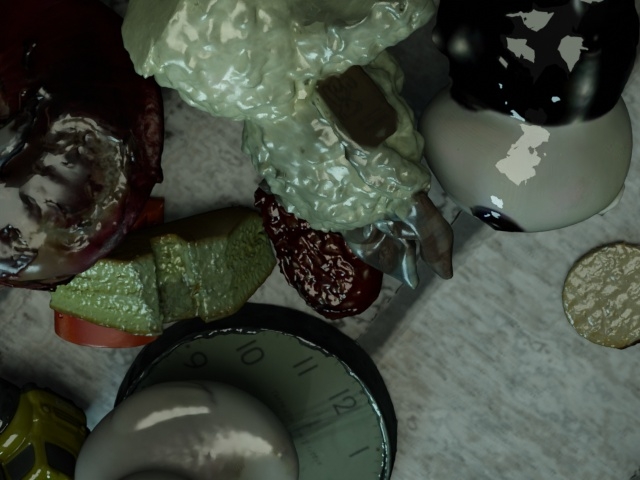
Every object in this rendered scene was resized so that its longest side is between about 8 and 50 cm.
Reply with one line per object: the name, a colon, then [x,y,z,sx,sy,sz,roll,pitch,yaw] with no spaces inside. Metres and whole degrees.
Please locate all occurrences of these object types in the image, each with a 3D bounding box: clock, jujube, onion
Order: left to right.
onion: [-0.277,-0.096,1.704,0.314,0.232,0.314,-7,76,29]
clock: [-0.219,0.033,1.846,0.113,0.061,0.155,2,113,-1]
clock: [-0.072,0.219,1.909,0.312,0.061,0.312,1,111,3]
jujube: [0.002,-0.002,1.806,0.104,0.104,0.166,-24,97,11]

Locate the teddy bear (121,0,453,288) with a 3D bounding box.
teddy bear: [0.005,-0.194,1.658,0.362,0.327,0.375,24,70,-29]

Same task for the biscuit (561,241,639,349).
biscuit: [0.308,0.057,1.855,0.120,0.015,0.120,1,110,3]

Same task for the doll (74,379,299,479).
doll: [-0.138,0.258,1.771,0.251,0.221,0.221,-23,109,-4]

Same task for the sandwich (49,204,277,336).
sandwich: [-0.147,0.032,1.780,0.244,0.088,0.090,-13,117,-19]

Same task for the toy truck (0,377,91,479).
toy truck: [-0.333,0.263,1.858,0.224,0.165,0.147,-41,134,12]

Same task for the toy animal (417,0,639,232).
toy animal: [0.196,-0.145,1.692,0.212,0.212,0.267,6,118,0]
